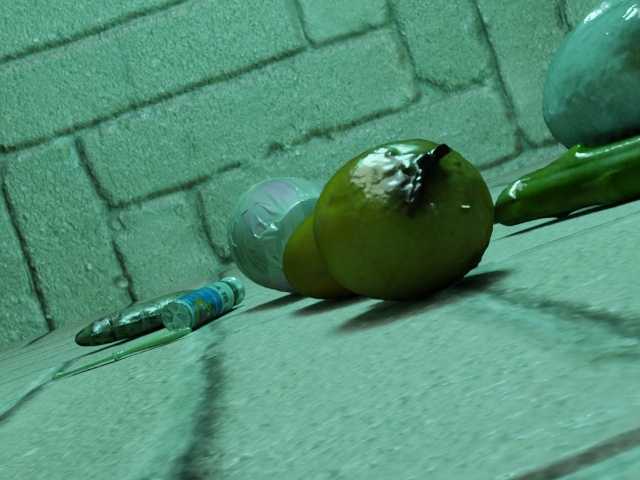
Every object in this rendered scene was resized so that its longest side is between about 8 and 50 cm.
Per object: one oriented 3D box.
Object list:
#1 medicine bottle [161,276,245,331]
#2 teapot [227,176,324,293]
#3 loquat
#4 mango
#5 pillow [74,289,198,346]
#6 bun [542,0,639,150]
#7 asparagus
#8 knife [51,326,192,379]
[{"bbox_3d":[-0.170,0.094,1.676,0.051,0.051,0.191,-18,3,21],"label":"medicine bottle"},{"bbox_3d":[-0.009,0.011,1.589,0.163,0.221,0.178,-58,20,-7],"label":"teapot"},{"bbox_3d":[0.076,-0.015,1.089,0.172,0.149,0.204,-21,-11,-22],"label":"loquat"},{"bbox_3d":[0.043,0.003,1.309,0.221,0.120,0.151,-25,-4,26],"label":"mango"},{"bbox_3d":[-0.281,0.124,1.860,0.241,0.051,0.093,-17,1,-23],"label":"pillow"},{"bbox_3d":[0.454,-0.217,1.435,0.362,0.211,0.362,-8,-5,-1],"label":"bun"},{"bbox_3d":[0.348,-0.080,1.335,0.343,0.082,0.085,-18,38,38],"label":"asparagus"},{"bbox_3d":[-0.270,0.154,1.541,0.207,0.014,0.030,-20,2,9],"label":"knife"}]
